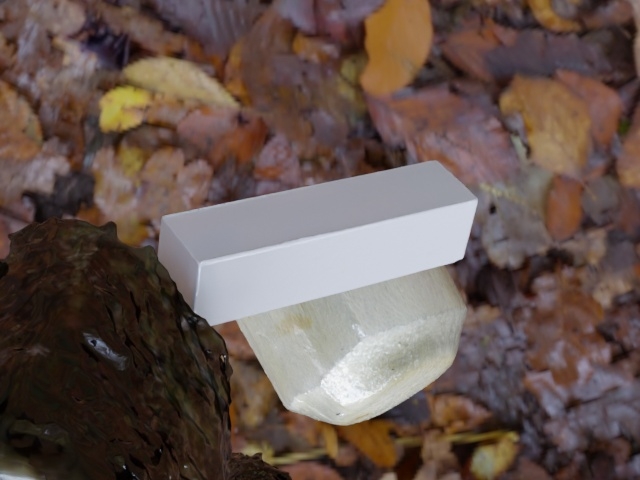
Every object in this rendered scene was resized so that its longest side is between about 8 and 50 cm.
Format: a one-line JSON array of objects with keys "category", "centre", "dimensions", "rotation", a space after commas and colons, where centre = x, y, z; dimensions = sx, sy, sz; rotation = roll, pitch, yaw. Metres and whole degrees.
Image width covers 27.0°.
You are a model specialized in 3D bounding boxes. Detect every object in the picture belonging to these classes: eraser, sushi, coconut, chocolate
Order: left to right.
[{"category": "sushi", "centre": [-0.216, 0.181, 1.047], "dimensions": [0.281, 0.294, 0.299], "rotation": [-15, 126, 11]}, {"category": "chocolate", "centre": [-0.104, 0.324, 1.675], "dimensions": [0.156, 0.133, 0.156], "rotation": [-18, 130, -23]}, {"category": "eraser", "centre": [0.000, -0.001, 1.230], "dimensions": [0.298, 0.076, 0.078], "rotation": [-14, 131, -29]}, {"category": "coconut", "centre": [0.023, 0.061, 1.474], "dimensions": [0.237, 0.237, 0.266], "rotation": [-32, 70, 15]}]
